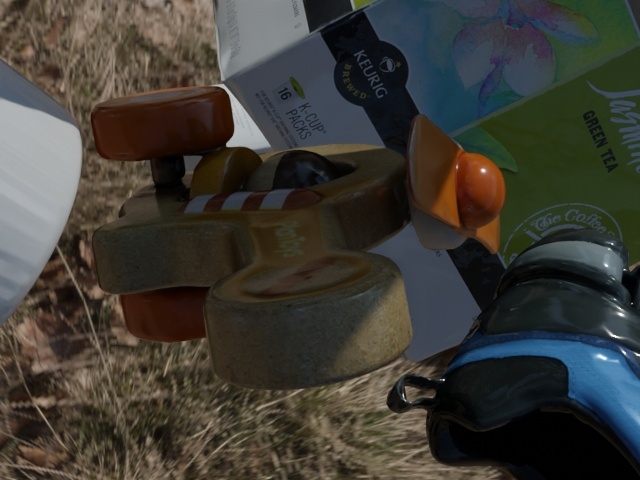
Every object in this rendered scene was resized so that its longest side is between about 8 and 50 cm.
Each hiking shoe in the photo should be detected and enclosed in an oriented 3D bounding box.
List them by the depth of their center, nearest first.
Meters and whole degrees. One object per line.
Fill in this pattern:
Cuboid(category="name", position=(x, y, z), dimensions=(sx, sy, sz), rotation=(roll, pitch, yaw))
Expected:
Cuboid(category="hiking shoe", position=(0.180, 0.128, 0.527), dimensions=(0.304, 0.113, 0.132), rotation=(34, 52, 17))

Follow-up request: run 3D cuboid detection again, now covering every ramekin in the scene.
Cuboid(category="ramekin", position=(-0.316, -0.030, 0.994), dimensions=(0.135, 0.277, 0.277), rotation=(34, 72, -33))

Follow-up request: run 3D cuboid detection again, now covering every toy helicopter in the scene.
Cuboid(category="toy helicopter", position=(0.000, 0.000, 0.625), dimensions=(0.235, 0.355, 0.140), rotation=(-7, 104, -4))

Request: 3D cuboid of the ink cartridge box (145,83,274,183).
Cuboid(category="ink cartridge box", position=(-0.087, -0.122, 1.501), dimensions=(0.212, 0.154, 0.093), rotation=(-11, 73, -36))

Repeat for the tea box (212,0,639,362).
Cuboid(category="tea box", position=(0.131, -0.130, 1.017), dimensions=(0.323, 0.220, 0.329), rotation=(-27, 125, 11))
